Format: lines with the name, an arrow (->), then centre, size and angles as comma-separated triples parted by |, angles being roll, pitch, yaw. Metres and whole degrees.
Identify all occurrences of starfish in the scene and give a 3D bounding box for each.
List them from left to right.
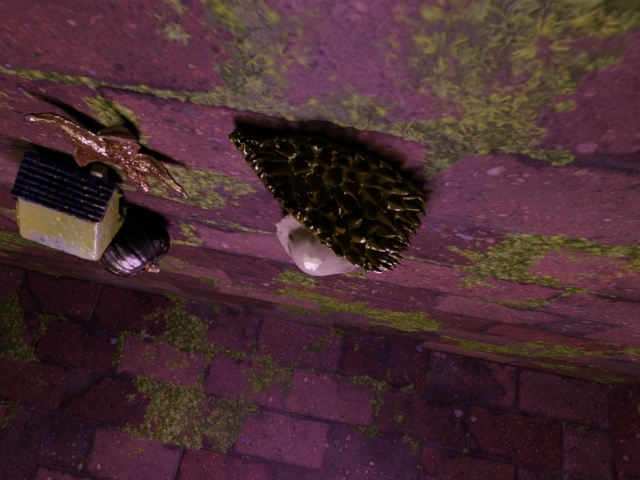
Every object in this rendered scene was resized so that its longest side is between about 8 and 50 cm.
starfish -> -0.369, -0.145, 0.742 | 0.277, 0.062, 0.235 | 23, 159, -35

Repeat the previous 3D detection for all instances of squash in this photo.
squash -> -0.489, 0.019, 1.100 | 0.193, 0.193, 0.156 | -2, 116, 36

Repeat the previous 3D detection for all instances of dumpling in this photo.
dumpling -> 0.003, -0.002, 0.868 | 0.181, 0.111, 0.155 | -9, 140, -4

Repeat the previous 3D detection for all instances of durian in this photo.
durian -> 0.030, -0.080, 0.686 | 0.394, 0.163, 0.198 | 26, -164, -24

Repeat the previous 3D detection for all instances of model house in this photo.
model house -> -0.535, -0.103, 0.904 | 0.193, 0.170, 0.211 | 23, 131, -10
